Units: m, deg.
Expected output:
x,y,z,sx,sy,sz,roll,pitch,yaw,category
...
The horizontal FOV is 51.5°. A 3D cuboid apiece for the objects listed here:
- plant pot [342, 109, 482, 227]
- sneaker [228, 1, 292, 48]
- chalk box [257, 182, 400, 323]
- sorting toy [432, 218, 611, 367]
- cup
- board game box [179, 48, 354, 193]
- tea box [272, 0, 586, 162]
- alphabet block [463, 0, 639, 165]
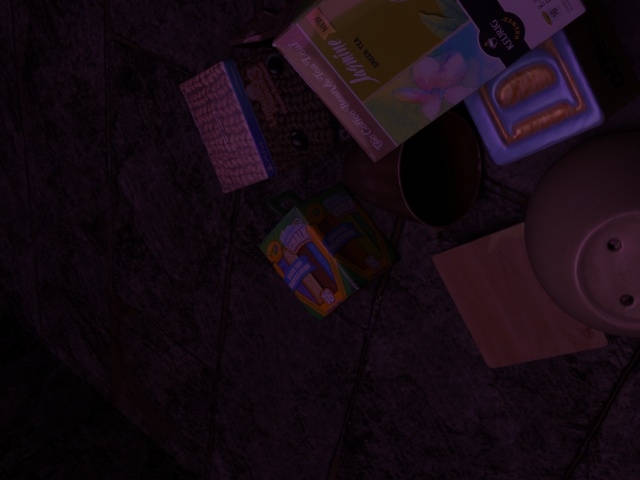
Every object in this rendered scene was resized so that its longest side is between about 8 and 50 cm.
x,y,z,sx,sy,sz,roll,pitch,yaw,category
0.155,-0.139,1.292,0.230,0.215,0.215,8,117,54,plant pot
-0.124,-0.468,1.453,0.188,0.066,0.071,-1,94,35,sneaker
0.000,0.000,1.489,0.289,0.180,0.179,52,134,5,chalk box
0.387,0.092,1.267,0.255,0.089,0.257,-25,95,45,sorting toy
0.469,0.014,0.991,0.331,0.237,0.331,6,106,20,cup
-0.100,-0.260,1.365,0.141,0.291,0.232,-13,103,43,board game box
0.136,-0.335,0.931,0.323,0.329,0.220,-36,111,22,tea box
0.354,-0.257,1.046,0.192,0.197,0.193,-21,97,44,alphabet block
